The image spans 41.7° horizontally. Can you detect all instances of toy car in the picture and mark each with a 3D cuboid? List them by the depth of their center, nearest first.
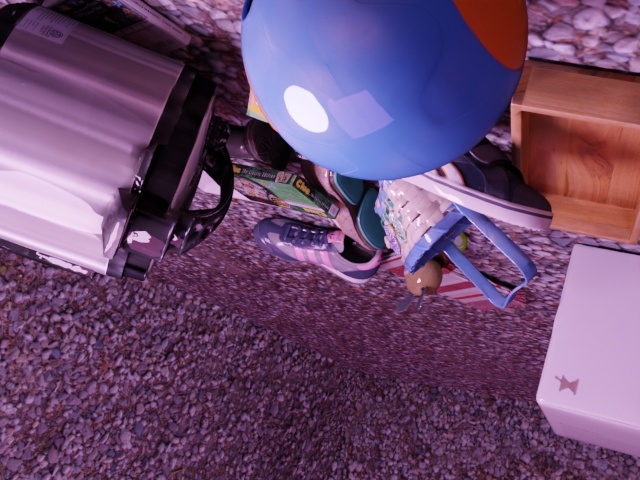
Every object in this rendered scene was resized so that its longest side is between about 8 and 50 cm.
[{"bbox_3d":[0.206,0.061,1.797,0.148,0.189,0.155,23,164,-18],"label":"toy car"}]

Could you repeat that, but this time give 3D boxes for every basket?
[{"bbox_3d":[0.225,-0.017,1.385,0.289,0.201,0.255,43,168,13],"label":"basket"}]

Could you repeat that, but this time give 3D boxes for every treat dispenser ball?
[{"bbox_3d":[0.063,-0.204,0.851,0.288,0.288,0.288,16,165,5],"label":"treat dispenser ball"}]

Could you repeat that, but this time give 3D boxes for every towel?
[{"bbox_3d":[0.318,0.095,2.088,0.328,0.037,0.237,23,166,-12],"label":"towel"}]

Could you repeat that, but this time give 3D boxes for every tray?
[{"bbox_3d":[0.386,-0.113,1.218,0.202,0.076,0.411,13,165,17],"label":"tray"},{"bbox_3d":[-0.169,-0.125,1.870,0.270,0.030,0.145,12,163,20],"label":"tray"}]

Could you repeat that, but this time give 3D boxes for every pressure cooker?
[{"bbox_3d":[-0.338,-0.133,1.318,0.420,0.370,0.375,20,162,-10],"label":"pressure cooker"}]

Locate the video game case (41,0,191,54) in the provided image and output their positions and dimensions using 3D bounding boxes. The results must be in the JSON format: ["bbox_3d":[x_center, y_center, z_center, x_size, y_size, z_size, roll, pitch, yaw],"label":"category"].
[{"bbox_3d":[-0.320,-0.340,1.310,0.173,0.022,0.190,29,162,-37],"label":"video game case"}]

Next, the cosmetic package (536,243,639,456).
[{"bbox_3d":[0.646,0.247,1.687,0.327,0.330,0.394,12,164,25],"label":"cosmetic package"}]

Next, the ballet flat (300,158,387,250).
[{"bbox_3d":[0.047,-0.086,1.653,0.106,0.108,0.316,13,154,30],"label":"ballet flat"}]

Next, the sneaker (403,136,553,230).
[{"bbox_3d":[0.192,-0.122,1.193,0.321,0.128,0.126,26,-168,23],"label":"sneaker"}]

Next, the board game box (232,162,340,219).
[{"bbox_3d":[-0.094,-0.100,1.615,0.259,0.030,0.136,15,162,45],"label":"board game box"}]

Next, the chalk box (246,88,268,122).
[{"bbox_3d":[0.020,-0.217,1.153,0.213,0.133,0.132,17,165,-3],"label":"chalk box"}]

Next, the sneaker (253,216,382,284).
[{"bbox_3d":[0.000,0.000,2.022,0.318,0.112,0.131,18,148,-9],"label":"sneaker"}]

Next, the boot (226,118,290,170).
[{"bbox_3d":[-0.178,-0.194,1.587,0.208,0.076,0.190,19,165,19],"label":"boot"}]

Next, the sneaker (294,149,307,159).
[{"bbox_3d":[0.047,-0.161,1.416,0.106,0.078,0.234,30,159,-30],"label":"sneaker"}]
